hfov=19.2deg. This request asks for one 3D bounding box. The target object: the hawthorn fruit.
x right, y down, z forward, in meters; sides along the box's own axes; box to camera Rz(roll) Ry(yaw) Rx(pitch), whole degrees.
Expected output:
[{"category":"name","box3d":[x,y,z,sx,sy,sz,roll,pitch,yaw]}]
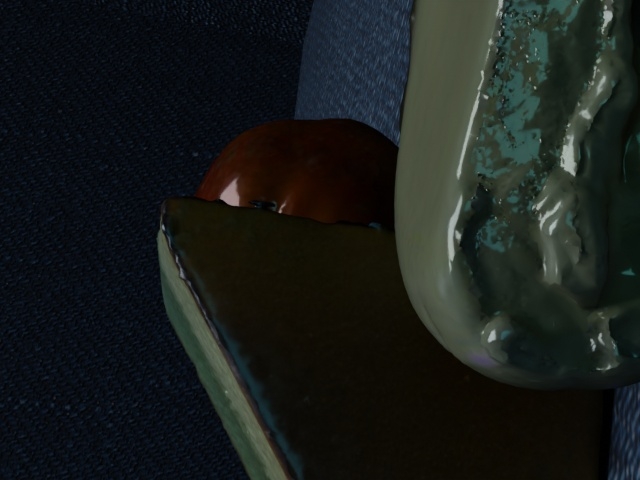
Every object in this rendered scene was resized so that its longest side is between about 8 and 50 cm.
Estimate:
[{"category":"hawthorn fruit","box3d":[0.000,0.000,1.445,0.299,0.211,0.211,-61,-17,-73]}]

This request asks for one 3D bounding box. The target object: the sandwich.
[{"category":"sandwich","box3d":[0.017,0.091,0.885,0.108,0.220,0.186,117,163,-69]}]

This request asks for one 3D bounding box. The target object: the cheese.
[{"category":"cheese","box3d":[0.109,-0.074,0.745,0.233,0.127,0.266,-151,68,-82]}]
